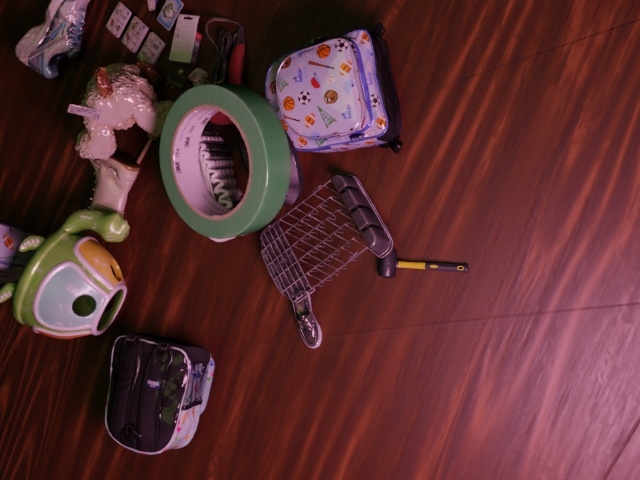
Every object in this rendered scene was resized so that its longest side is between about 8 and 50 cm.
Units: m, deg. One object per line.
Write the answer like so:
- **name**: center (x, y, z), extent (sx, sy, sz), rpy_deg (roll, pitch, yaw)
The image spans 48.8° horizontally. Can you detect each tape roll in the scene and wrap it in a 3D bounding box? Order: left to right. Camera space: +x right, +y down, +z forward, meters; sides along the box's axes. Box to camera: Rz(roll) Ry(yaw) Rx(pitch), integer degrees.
- **tape roll**: center (-0.207, -0.166, 1.485), extent (0.321, 0.077, 0.321), rpy_deg (8, 104, 36)

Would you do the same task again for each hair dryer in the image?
- **hair dryer**: center (-0.201, -0.373, 1.624), extent (0.293, 0.080, 0.223), rpy_deg (40, 93, 10)

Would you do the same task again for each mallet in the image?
- **mallet**: center (0.214, 0.044, 1.483), extent (0.189, 0.039, 0.062), rpy_deg (-4, 84, 16)

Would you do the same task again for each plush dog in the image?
- **plush dog**: center (-0.486, -0.342, 1.665), extent (0.262, 0.211, 0.225), rpy_deg (-24, 38, -3)

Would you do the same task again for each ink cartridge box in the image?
- **ink cartridge box**: center (-0.323, -0.485, 1.706), extent (0.063, 0.029, 0.115), rpy_deg (13, 92, 21)

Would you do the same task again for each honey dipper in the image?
- **honey dipper**: center (-0.438, -0.217, 1.740), extent (0.030, 0.030, 0.161), rpy_deg (38, 103, 18)

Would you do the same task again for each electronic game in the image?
- **electronic game**: center (-0.111, -0.182, 1.536), extent (0.048, 0.229, 0.229), rpy_deg (-28, 74, -27)

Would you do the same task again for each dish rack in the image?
- **dish rack**: center (0.000, 0.000, 1.529), extent (0.271, 0.074, 0.208), rpy_deg (-37, 64, 20)

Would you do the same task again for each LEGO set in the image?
- **LEGO set**: center (-0.410, -0.578, 1.743), extent (0.182, 0.060, 0.244), rpy_deg (44, 114, 16)

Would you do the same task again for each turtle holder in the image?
- **turtle holder**: center (-0.580, 0.088, 1.696), extent (0.227, 0.243, 0.320), rpy_deg (27, 66, 7)

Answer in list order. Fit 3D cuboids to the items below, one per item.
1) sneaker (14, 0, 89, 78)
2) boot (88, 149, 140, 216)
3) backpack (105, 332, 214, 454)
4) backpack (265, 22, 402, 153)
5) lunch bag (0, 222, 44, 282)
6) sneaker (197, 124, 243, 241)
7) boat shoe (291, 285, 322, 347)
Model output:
- **sneaker**: center (-0.647, -0.537, 1.808), extent (0.122, 0.110, 0.283), rpy_deg (44, 106, -2)
- **boot**: center (-0.544, -0.149, 1.753), extent (0.213, 0.077, 0.165), rpy_deg (30, 109, 31)
- **backpack**: center (-0.369, 0.349, 1.606), extent (0.225, 0.191, 0.254), rpy_deg (8, 84, 24)
- **backpack**: center (0.016, -0.300, 1.485), extent (0.263, 0.213, 0.277), rpy_deg (-11, 87, 31)
- **lunch bag**: center (-0.852, 0.027, 1.740), extent (0.243, 0.303, 0.115), rpy_deg (-9, 72, 21)
- **sneaker**: center (-0.253, -0.134, 1.632), extent (0.118, 0.110, 0.292), rpy_deg (-26, 79, 27)
- **boat shoe**: center (-0.036, 0.172, 1.566), extent (0.049, 0.040, 0.142), rpy_deg (-19, 81, 19)
